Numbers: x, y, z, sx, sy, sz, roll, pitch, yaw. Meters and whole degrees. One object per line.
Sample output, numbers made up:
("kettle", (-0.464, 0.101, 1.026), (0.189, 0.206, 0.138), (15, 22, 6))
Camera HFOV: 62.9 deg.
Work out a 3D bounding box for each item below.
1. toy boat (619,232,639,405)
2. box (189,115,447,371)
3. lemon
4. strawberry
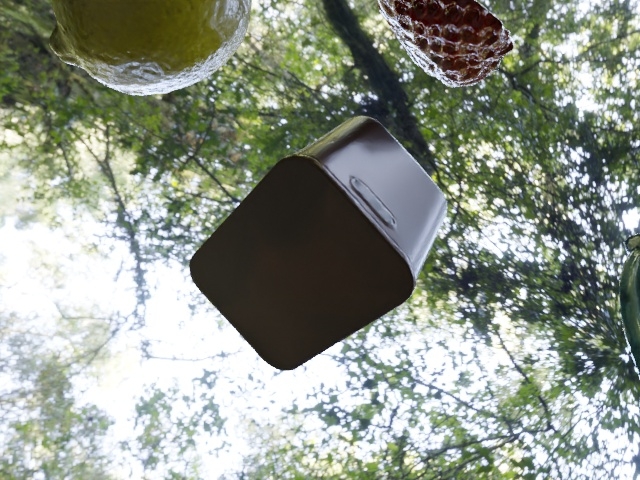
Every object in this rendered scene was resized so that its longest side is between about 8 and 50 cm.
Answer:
("toy boat", (0.201, 0.089, 0.271), (0.088, 0.102, 0.215), (3, -118, -7))
("box", (0.000, 0.000, 0.816), (0.239, 0.229, 0.339), (47, -50, -4))
("lemon", (-0.245, -0.340, 0.764), (0.320, 0.245, 0.245), (-21, -112, 7))
("strawberry", (0.191, -0.401, 0.934), (0.149, 0.336, 0.265), (-44, -129, 25))
